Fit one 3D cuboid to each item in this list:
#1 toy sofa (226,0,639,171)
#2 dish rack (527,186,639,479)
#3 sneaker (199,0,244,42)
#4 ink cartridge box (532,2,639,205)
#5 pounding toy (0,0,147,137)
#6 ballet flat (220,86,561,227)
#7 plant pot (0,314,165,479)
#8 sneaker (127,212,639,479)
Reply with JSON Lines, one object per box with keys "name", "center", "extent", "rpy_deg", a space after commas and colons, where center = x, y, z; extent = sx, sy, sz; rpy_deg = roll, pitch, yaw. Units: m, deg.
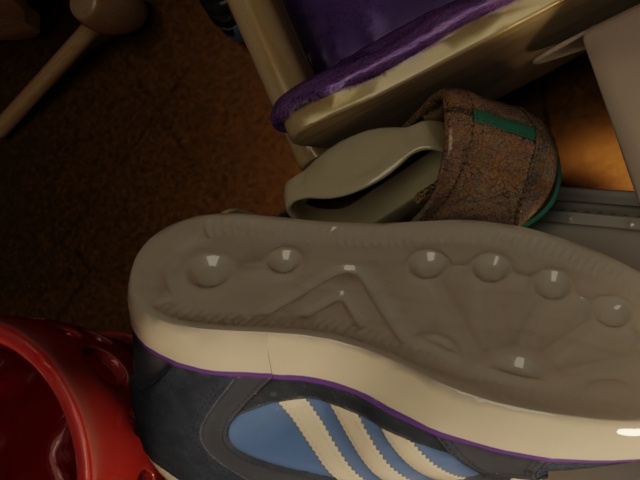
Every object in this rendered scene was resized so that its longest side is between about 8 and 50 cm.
{"name": "toy sofa", "center": [0.121, -0.182, 0.963], "extent": [0.362, 0.177, 0.150], "rpy_deg": [-28, 73, 16]}
{"name": "dish rack", "center": [0.176, 0.109, 0.889], "extent": [0.332, 0.072, 0.286], "rpy_deg": [7, 86, 48]}
{"name": "sneaker", "center": [-0.076, -0.228, 1.095], "extent": [0.067, 0.078, 0.188], "rpy_deg": [-22, 75, 17]}
{"name": "ink cartridge box", "center": [0.278, -0.100, 0.797], "extent": [0.207, 0.353, 0.119], "rpy_deg": [-19, 90, -20]}
{"name": "pounding toy", "center": [-0.272, -0.160, 1.120], "extent": [0.269, 0.154, 0.155], "rpy_deg": [-2, 82, 21]}
{"name": "ballet flat", "center": [0.000, 0.000, 0.977], "extent": [0.316, 0.106, 0.108], "rpy_deg": [-37, 47, 32]}
{"name": "plant pot", "center": [-0.169, 0.145, 1.021], "extent": [0.191, 0.174, 0.191], "rpy_deg": [-3, 84, 31]}
{"name": "sneaker", "center": [0.050, 0.109, 0.902], "extent": [0.322, 0.236, 0.130], "rpy_deg": [9, 48, 13]}
